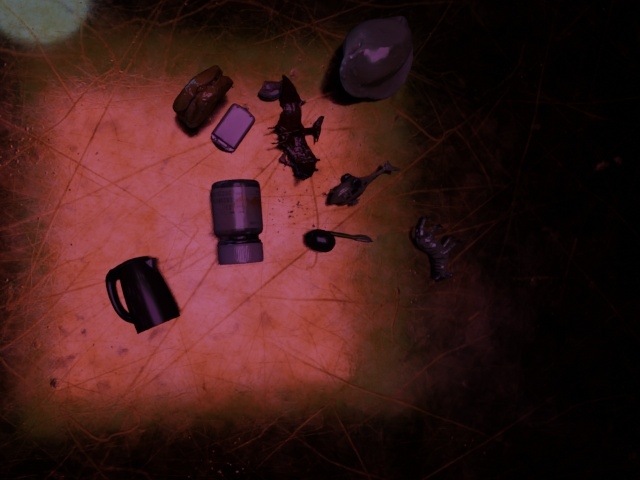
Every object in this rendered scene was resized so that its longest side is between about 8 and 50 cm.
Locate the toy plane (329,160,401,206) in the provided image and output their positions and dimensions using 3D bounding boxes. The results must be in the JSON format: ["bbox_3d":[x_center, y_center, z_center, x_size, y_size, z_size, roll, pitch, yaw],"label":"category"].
[{"bbox_3d":[0.154,-0.205,1.971,0.286,0.092,0.108,-36,118,-11],"label":"toy plane"}]

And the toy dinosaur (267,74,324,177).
[{"bbox_3d":[-0.076,-0.373,1.887,0.206,0.113,0.328,14,76,-14],"label":"toy dinosaur"}]

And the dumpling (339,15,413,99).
[{"bbox_3d":[0.205,-0.645,1.930,0.320,0.212,0.270,-16,95,-2],"label":"dumpling"}]

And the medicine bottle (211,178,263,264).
[{"bbox_3d":[-0.271,-0.060,1.823,0.165,0.165,0.274,-5,90,-13],"label":"medicine bottle"}]

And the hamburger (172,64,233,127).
[{"bbox_3d":[-0.384,-0.466,1.788,0.214,0.213,0.108,-45,102,-10],"label":"hamburger"}]

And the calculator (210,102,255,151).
[{"bbox_3d":[-0.299,-0.390,1.892,0.100,0.032,0.175,35,81,-10],"label":"calculator"}]

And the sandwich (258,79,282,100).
[{"bbox_3d":[-0.171,-0.527,1.929,0.101,0.026,0.070,-9,92,-13],"label":"sandwich"}]

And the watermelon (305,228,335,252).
[{"bbox_3d":[0.000,0.000,1.930,0.110,0.078,0.078,17,85,-12],"label":"watermelon"}]

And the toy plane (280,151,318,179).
[{"bbox_3d":[-0.079,-0.259,1.939,0.145,0.037,0.060,26,79,-13],"label":"toy plane"}]

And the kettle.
[{"bbox_3d":[-0.580,0.173,1.773,0.201,0.144,0.232,-24,87,18],"label":"kettle"}]

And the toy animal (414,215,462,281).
[{"bbox_3d":[0.422,0.034,2.033,0.216,0.073,0.176,39,95,-5],"label":"toy animal"}]

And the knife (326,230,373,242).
[{"bbox_3d":[0.107,-0.016,1.984,0.183,0.022,0.026,9,112,-14],"label":"knife"}]
